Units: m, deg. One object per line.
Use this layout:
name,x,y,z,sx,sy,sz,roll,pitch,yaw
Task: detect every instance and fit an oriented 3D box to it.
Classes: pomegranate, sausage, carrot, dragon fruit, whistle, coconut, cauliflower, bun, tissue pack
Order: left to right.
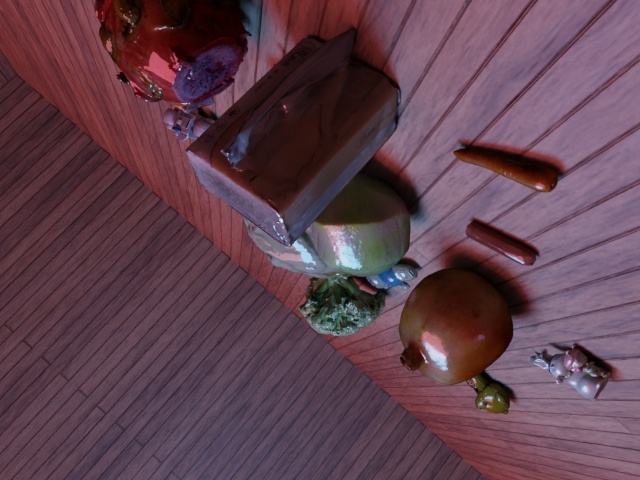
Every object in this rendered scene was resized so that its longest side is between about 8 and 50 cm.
dragon fruit,-0.280,-0.400,1.181,0.291,0.250,0.269,53,163,15
tissue pack,-0.043,-0.187,1.055,0.238,0.305,0.238,38,162,15
bun,-0.058,-0.032,1.695,0.365,0.219,0.365,35,166,10
cauliflower,0.058,0.155,1.969,0.275,0.272,0.250,14,121,32
coconut,0.076,-0.044,1.367,0.236,0.204,0.236,161,90,-78
whistle,0.182,0.090,1.721,0.114,0.077,0.236,52,161,-12
pomegranate,0.276,0.194,1.408,0.229,0.270,0.252,46,160,16
sausage,0.329,0.005,1.202,0.147,0.035,0.030,30,129,33
carrot,0.277,-0.116,0.994,0.190,0.037,0.037,32,163,44

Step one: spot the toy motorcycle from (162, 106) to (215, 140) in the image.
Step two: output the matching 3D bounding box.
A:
toy motorcycle,-0.363,-0.329,1.875,0.254,0.112,0.112,27,160,44

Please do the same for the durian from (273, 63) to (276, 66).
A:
durian,-0.061,-0.261,1.289,0.146,0.102,0.208,38,162,32

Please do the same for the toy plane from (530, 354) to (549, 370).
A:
toy plane,0.521,0.284,1.513,0.080,0.033,0.083,48,171,-26

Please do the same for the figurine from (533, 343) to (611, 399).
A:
figurine,0.535,0.261,1.378,0.146,0.081,0.098,37,122,34

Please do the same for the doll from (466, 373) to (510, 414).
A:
doll,0.477,0.448,1.972,0.209,0.097,0.137,38,171,33
